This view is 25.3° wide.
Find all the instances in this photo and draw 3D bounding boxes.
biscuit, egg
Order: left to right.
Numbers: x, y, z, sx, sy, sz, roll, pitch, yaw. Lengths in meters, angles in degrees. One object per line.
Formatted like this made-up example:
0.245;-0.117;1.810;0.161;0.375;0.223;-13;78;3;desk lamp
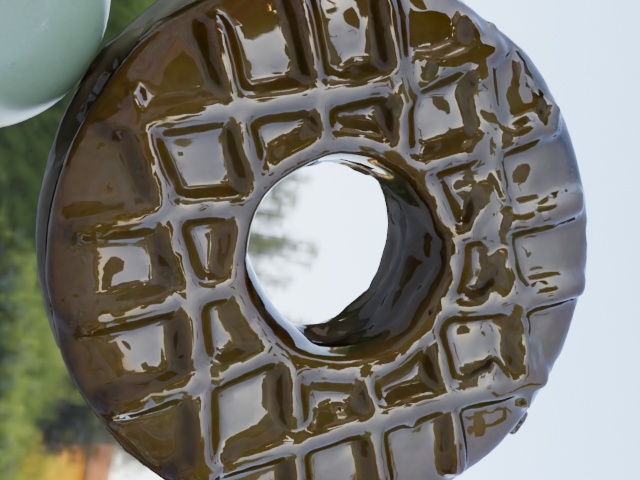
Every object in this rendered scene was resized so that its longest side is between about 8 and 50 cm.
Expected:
-0.184;-0.135;0.731;0.192;0.149;0.149;96;0;-75;egg
0.000;0.000;0.811;0.103;0.332;0.332;-160;-101;-69;biscuit
